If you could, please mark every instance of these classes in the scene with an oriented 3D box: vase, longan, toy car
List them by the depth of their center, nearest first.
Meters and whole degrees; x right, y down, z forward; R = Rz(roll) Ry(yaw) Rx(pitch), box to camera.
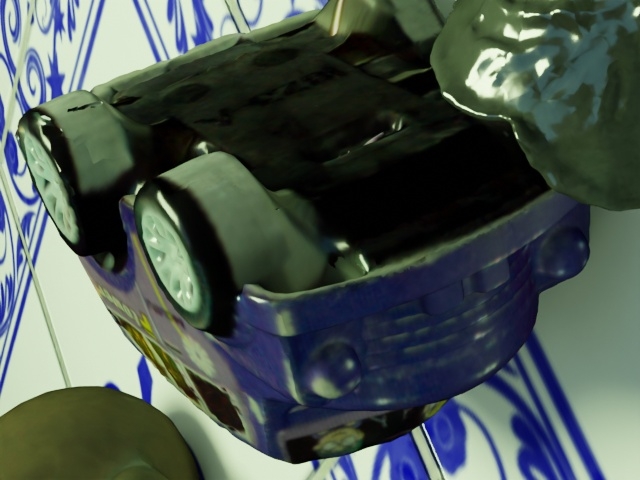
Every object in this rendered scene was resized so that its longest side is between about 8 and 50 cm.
[{"bbox_3d":[0.117,-0.126,0.366,0.115,0.115,0.237,61,145,36],"label":"vase"},{"bbox_3d":[0.000,0.000,0.588,0.235,0.172,0.158,32,143,54],"label":"toy car"},{"bbox_3d":[-0.153,0.179,0.928,0.204,0.159,0.185,-26,34,50],"label":"longan"}]
